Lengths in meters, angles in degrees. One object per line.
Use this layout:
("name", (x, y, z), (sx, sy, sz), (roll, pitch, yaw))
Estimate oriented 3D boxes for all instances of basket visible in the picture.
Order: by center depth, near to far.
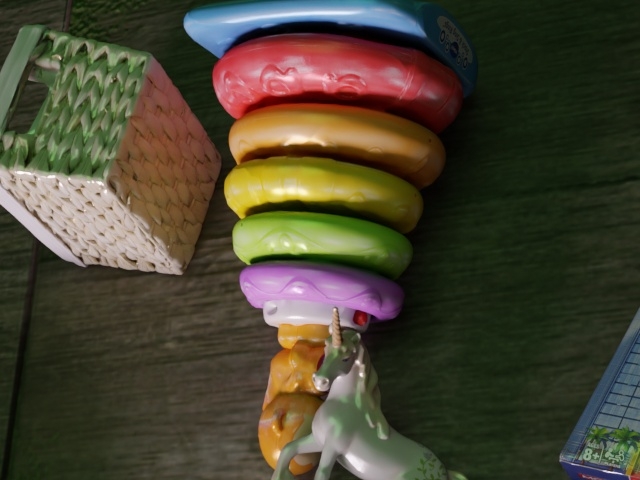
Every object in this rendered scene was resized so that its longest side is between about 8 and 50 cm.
("basket", (-0.147, -0.056, 0.896), (0.103, 0.167, 0.113), (9, 69, 18))

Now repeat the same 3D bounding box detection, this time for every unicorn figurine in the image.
("unicorn figurine", (0.024, 0.125, 0.770), (0.111, 0.162, 0.060), (-55, 22, -9))

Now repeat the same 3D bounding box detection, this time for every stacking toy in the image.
("stacking toy", (0.000, 0.000, 0.832), (0.166, 0.175, 0.301), (1, 77, 25))

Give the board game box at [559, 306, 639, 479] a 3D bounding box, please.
("board game box", (0.257, 0.063, 0.739), (0.194, 0.060, 0.194), (9, 69, 25))
